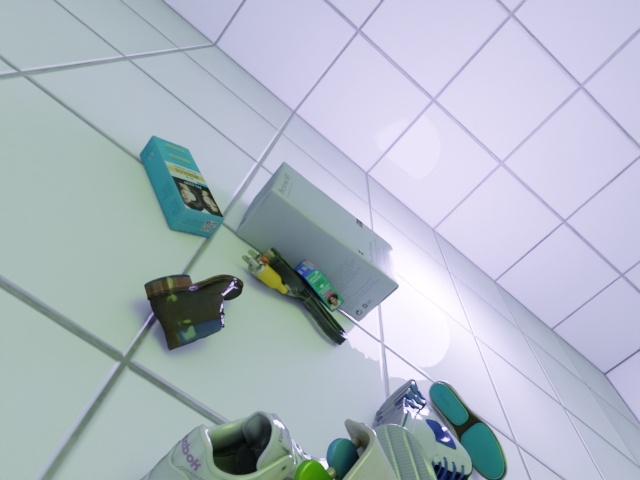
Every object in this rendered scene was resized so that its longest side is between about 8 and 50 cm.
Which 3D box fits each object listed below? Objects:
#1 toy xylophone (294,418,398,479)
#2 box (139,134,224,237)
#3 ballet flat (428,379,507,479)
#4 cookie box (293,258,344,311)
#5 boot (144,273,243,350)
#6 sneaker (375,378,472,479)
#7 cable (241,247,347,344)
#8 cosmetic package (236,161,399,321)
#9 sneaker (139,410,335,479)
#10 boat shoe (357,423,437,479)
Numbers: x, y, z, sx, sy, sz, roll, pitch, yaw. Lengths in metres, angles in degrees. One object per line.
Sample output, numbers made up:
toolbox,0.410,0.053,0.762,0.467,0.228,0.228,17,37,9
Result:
toy xylophone,0.001,0.345,0.468,0.322,0.081,0.236,-21,91,-45
box,-0.300,-0.117,1.024,0.100,0.060,0.244,16,33,-50
ballet flat,0.341,0.432,1.099,0.086,0.086,0.248,21,29,-44
cookie box,-0.004,0.100,1.083,0.107,0.040,0.092,52,-8,-20
boot,-0.191,0.116,0.785,0.219,0.082,0.106,8,61,-63
sneaker,0.177,0.376,0.830,0.182,0.127,0.315,44,19,10
cable,-0.058,0.120,1.051,0.287,0.072,0.139,51,1,-14
cosmetic package,0.000,0.000,1.204,0.385,0.156,0.217,38,23,-16
sneaker,-0.051,0.282,0.561,0.305,0.152,0.114,25,16,-41
boat shoe,0.103,0.416,0.606,0.119,0.121,0.335,88,-3,-54
